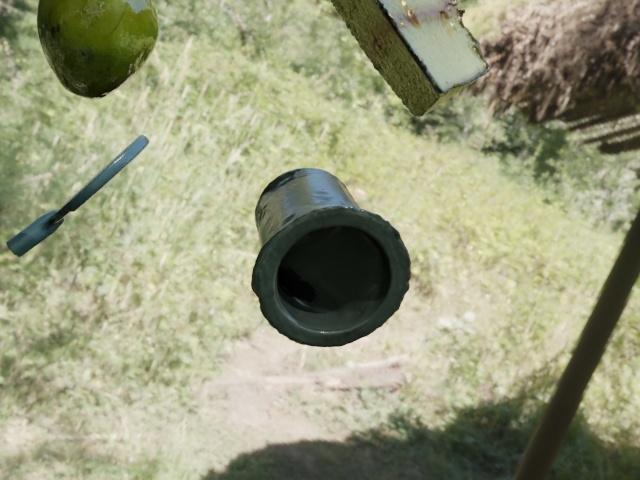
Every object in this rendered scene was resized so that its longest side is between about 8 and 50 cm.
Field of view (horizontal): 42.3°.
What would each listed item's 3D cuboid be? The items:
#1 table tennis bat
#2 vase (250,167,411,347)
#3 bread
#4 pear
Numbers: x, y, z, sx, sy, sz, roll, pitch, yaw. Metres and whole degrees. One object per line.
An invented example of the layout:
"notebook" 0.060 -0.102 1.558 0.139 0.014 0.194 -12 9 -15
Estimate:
"table tennis bat" -0.455 -0.088 1.570 0.044 0.329 0.215 50 -9 -15
"vase" 0.000 0.000 1.365 0.245 0.245 0.291 24 19 -19
"bread" 0.150 -0.325 1.186 0.240 0.178 0.135 56 -16 -2
"pear" -0.391 -0.378 1.453 0.213 0.269 0.212 19 22 -8
